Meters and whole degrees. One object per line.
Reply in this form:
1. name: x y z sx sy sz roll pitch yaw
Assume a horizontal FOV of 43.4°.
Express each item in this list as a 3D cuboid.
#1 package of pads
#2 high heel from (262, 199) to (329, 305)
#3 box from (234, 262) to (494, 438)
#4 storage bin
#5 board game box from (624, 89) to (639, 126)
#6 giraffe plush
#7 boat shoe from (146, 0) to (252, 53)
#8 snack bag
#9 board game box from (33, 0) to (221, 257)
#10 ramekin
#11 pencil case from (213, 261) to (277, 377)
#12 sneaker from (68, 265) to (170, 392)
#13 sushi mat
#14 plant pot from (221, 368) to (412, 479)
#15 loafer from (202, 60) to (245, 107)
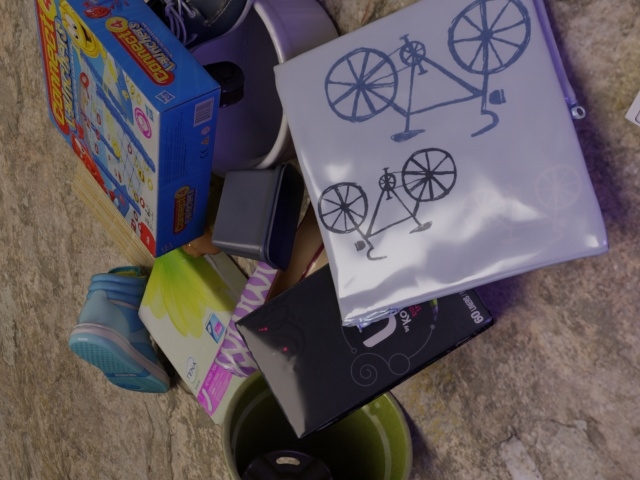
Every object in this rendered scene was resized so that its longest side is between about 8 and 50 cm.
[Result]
1. package of pads: -0.195 0.152 1.430 0.296 0.101 0.229 49 133 24
2. high heel: 0.000 0.000 1.097 0.127 0.181 0.377 27 124 38
3. box: 0.059 0.104 1.002 0.270 0.143 0.165 -34 76 7
4. storage bin: -0.083 -0.033 1.072 0.091 0.098 0.135 7 76 19
5. board game box: 0.417 -0.185 0.674 0.193 0.053 0.305 42 132 28
6. giraffe plush: -0.160 -0.042 1.244 0.210 0.181 0.170 -52 40 13
7. boat shoe: -0.180 -0.298 1.046 0.254 0.079 0.095 -11 98 49
8. snack bag: 0.129 -0.101 0.896 0.323 0.037 0.342 -19 80 22
9. board game box: -0.263 -0.180 1.076 0.302 0.086 0.308 49 150 21
10. ramekin: -0.092 -0.233 1.141 0.277 0.135 0.277 19 118 42
11. pencil case: -0.091 0.115 1.243 0.086 0.206 0.088 27 172 -8
12. sneaker: -0.370 0.173 1.609 0.127 0.208 0.319 0 150 13
13. sushi mat: -0.416 -0.056 1.647 0.316 0.019 0.151 47 133 24
14. plant pot: -0.028 0.355 1.235 0.276 0.276 0.254 49 147 22
15. loafer: -0.166 -0.192 1.085 0.220 0.080 0.078 14 126 53
